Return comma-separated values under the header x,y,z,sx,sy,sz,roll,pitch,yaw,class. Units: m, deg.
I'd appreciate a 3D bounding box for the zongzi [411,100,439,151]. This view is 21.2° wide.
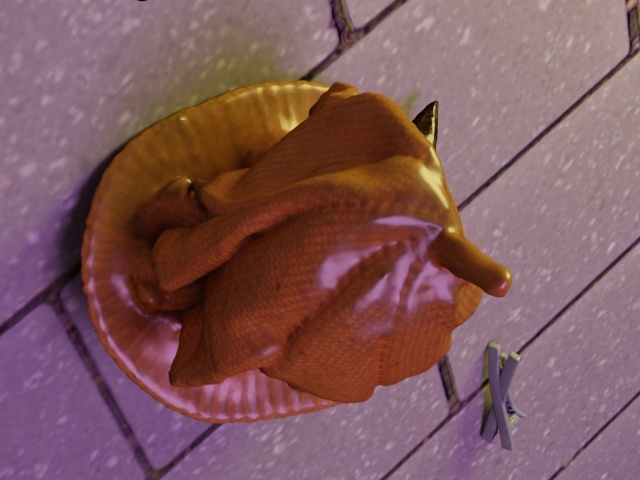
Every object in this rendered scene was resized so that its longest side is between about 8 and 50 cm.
x,y,z,sx,sy,sz,roll,pitch,yaw,class
0.000,0.000,1.113,0.187,0.084,0.184,-5,109,-41,zongzi

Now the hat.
x,y,z,sx,sy,sz,roll,pitch,yaw,class
0.034,0.020,0.956,0.233,0.233,0.244,-50,118,-20,hat

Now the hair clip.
x,y,z,sx,sy,sz,roll,pitch,yaw,class
0.156,0.126,1.437,0.039,0.030,0.115,-54,153,-35,hair clip
